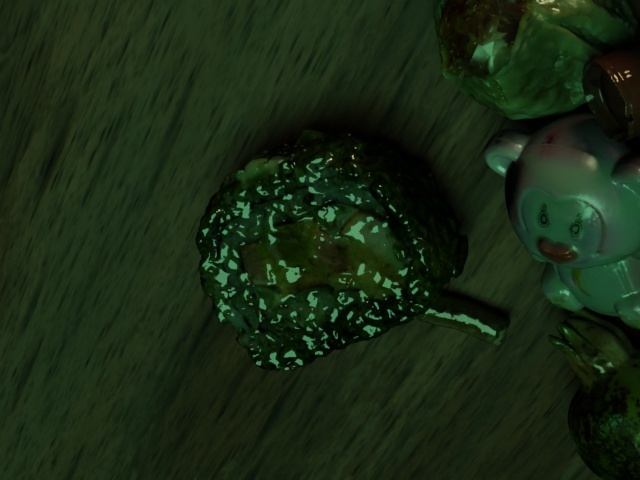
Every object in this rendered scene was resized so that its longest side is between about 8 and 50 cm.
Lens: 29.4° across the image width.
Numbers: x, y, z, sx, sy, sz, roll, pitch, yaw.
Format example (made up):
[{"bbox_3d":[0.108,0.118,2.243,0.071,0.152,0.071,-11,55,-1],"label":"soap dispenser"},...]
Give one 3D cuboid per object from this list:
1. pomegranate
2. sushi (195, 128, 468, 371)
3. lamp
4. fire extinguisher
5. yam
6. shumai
[{"bbox_3d":[0.451,0.224,1.775,0.222,0.276,0.204,-38,150,11],"label":"pomegranate"},{"bbox_3d":[0.000,0.000,1.689,0.352,0.178,0.294,-22,102,25],"label":"sushi"},{"bbox_3d":[0.369,-0.046,1.577,0.247,0.247,0.301,19,157,40],"label":"lamp"},{"bbox_3d":[0.481,-0.227,1.414,0.337,0.147,0.106,-25,91,-6],"label":"fire extinguisher"},{"bbox_3d":[0.166,0.099,1.814,0.241,0.057,0.057,19,126,0],"label":"yam"},{"bbox_3d":[0.251,-0.230,1.467,0.260,0.222,0.225,19,124,-6],"label":"shumai"}]
